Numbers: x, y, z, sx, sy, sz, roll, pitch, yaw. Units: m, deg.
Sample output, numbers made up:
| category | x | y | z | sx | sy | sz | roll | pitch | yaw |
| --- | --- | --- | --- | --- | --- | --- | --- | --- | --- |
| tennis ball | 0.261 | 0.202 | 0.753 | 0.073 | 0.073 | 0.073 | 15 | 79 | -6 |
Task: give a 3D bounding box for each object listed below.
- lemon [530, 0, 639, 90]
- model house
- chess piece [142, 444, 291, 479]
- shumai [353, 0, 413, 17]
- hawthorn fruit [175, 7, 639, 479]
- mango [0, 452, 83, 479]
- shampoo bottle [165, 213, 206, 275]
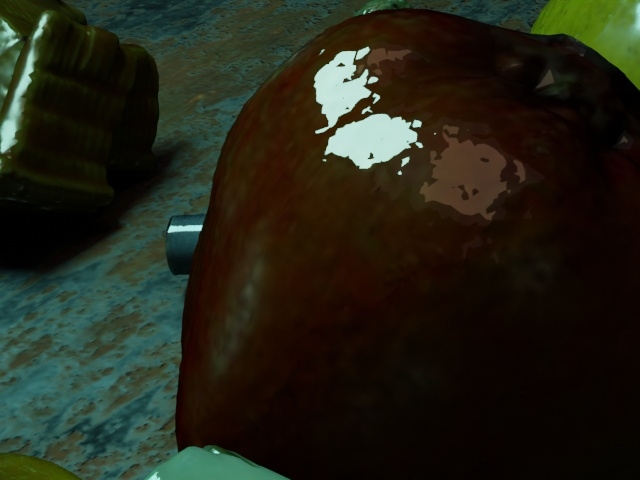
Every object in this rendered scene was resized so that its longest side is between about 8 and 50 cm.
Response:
| category | x | y | z | sx | sy | sz | roll | pitch | yaw |
| --- | --- | --- | --- | --- | --- | --- | --- | --- | --- |
| lemon | 0.248 | -0.071 | 0.968 | 0.258 | 0.258 | 0.310 | -12 | 2 | -10 |
| model house | -0.244 | -0.095 | 1.262 | 0.219 | 0.199 | 0.229 | -45 | 60 | 7 |
| chess piece | 0.057 | 0.185 | 0.528 | 0.299 | 0.194 | 0.194 | 25 | 38 | 20 |
| shumai | 0.072 | -0.174 | 1.431 | 0.080 | 0.082 | 0.083 | 36 | 90 | 42 |
| hawthorn fruit | 0.060 | 0.037 | 0.778 | 0.295 | 0.295 | 0.311 | 21 | 73 | 42 |
| mango | -0.227 | 0.196 | 0.708 | 0.316 | 0.146 | 0.193 | -23 | 28 | -1 |
| shampoo bottle | 0.000 | 0.000 | 1.106 | 0.214 | 0.072 | 0.072 | -2 | 27 | 8 |
